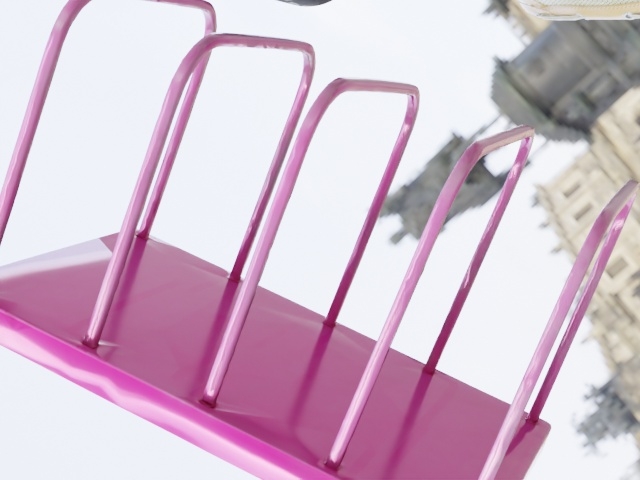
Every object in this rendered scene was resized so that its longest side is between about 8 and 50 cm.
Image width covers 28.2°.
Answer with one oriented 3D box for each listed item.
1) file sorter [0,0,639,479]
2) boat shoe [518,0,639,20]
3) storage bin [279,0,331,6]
[{"bbox_3d":[0.000,0.000,0.669,0.291,0.182,0.202,24,-165,14],"label":"file sorter"},{"bbox_3d":[0.158,-0.117,0.539,0.190,0.068,0.072,17,151,43],"label":"boat shoe"},{"bbox_3d":[-0.008,-0.236,0.853,0.098,0.091,0.135,20,-131,28],"label":"storage bin"}]
